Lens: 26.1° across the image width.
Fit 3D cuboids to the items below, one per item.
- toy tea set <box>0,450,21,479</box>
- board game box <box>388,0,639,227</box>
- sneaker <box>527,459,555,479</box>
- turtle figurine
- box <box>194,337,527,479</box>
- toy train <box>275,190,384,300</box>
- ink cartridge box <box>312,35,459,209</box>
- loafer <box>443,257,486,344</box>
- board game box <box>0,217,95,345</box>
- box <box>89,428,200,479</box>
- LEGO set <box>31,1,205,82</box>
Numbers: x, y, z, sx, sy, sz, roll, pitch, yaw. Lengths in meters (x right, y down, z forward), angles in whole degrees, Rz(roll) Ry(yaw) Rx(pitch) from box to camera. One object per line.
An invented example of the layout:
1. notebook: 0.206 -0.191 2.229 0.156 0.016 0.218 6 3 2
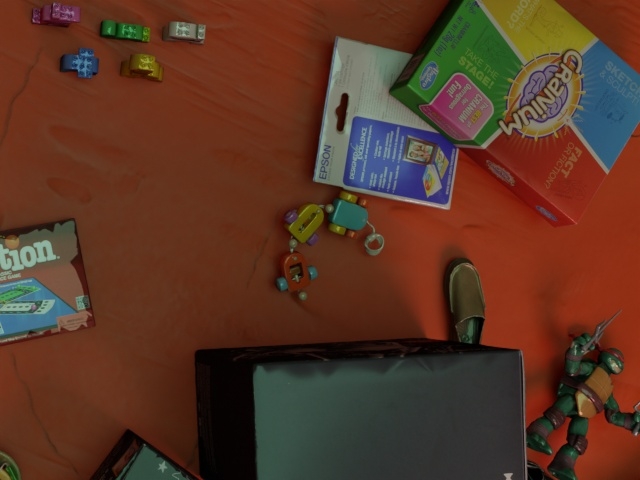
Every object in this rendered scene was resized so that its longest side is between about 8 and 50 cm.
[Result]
1. toy tea set: -0.479 0.299 1.667 0.200 0.124 0.336 -41 102 -3
2. board game box: 0.286 -0.207 1.917 0.316 0.064 0.242 37 76 -15
3. sneaker: 0.293 0.340 1.943 0.170 0.089 0.051 33 80 -14
4. turtle figurine: 0.386 0.222 1.959 0.175 0.118 0.234 41 73 -8
5. box: 0.042 0.223 1.748 0.343 0.312 0.179 -2 90 -18
6. toy train: 0.000 0.000 1.879 0.166 0.046 0.125 -24 113 -22
7. ink cartridge box: 0.095 -0.160 1.906 0.208 0.045 0.206 11 86 -19
8. loafer: 0.208 0.098 1.938 0.056 0.050 0.148 -6 92 -18
9. board game box: -0.437 0.067 1.746 0.281 0.027 0.145 -12 92 -17
10. box: -0.189 0.383 1.763 0.247 0.142 0.163 39 80 -12
11. LEGO set: -0.252 -0.248 1.771 0.227 0.093 0.087 4 89 -18
